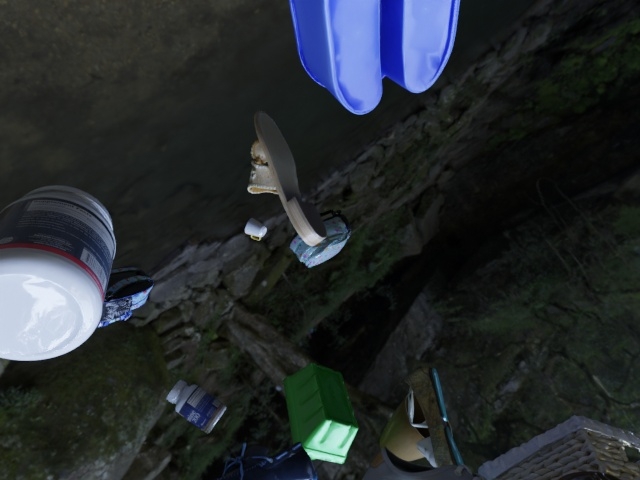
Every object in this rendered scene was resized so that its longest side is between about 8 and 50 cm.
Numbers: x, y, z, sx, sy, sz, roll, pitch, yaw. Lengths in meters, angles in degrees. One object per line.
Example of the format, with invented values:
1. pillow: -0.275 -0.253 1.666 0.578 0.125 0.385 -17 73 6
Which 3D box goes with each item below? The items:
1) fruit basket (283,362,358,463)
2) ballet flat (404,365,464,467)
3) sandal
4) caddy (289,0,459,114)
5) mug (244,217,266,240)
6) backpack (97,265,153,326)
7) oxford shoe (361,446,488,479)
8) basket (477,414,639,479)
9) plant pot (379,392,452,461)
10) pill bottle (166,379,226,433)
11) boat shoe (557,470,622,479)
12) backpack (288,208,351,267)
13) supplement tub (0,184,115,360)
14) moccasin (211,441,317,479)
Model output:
1. fruit basket: -0.030 0.761 1.754 0.392 0.282 0.392 -43 -148 36
2. ballet flat: 0.312 0.524 1.167 0.123 0.123 0.349 -39 -141 29
3. sandal: -0.076 -0.087 0.639 0.079 0.240 0.088 -32 159 19
4. caddy: 0.077 -0.378 0.664 0.241 0.179 0.341 -23 143 -9
5. mug: -0.231 -0.040 1.529 0.078 0.064 0.062 72 41 -73
6. backpack: -0.573 0.147 1.189 0.173 0.158 0.117 -21 132 -53
7. oxford shoe: 0.291 0.499 0.781 0.169 0.449 0.130 58 45 -63
8. basket: 0.598 0.608 0.916 0.331 0.328 0.266 -55 -160 34
9. plant pot: 0.364 0.798 1.730 0.254 0.237 0.237 -52 173 26
10. pill bottle: -0.273 0.360 0.918 0.067 0.120 0.067 -56 177 -5
11. boat shoe: 0.482 0.449 0.629 0.122 0.341 0.110 -113 -134 -71
12. backpack: 0.000 0.000 1.224 0.182 0.115 0.152 -20 149 -48
13. supplement tub: -0.449 0.039 0.689 0.191 0.191 0.272 -39 -145 6
14. moccasin: -0.152 0.530 0.950 0.137 0.117 0.342 -36 146 20
